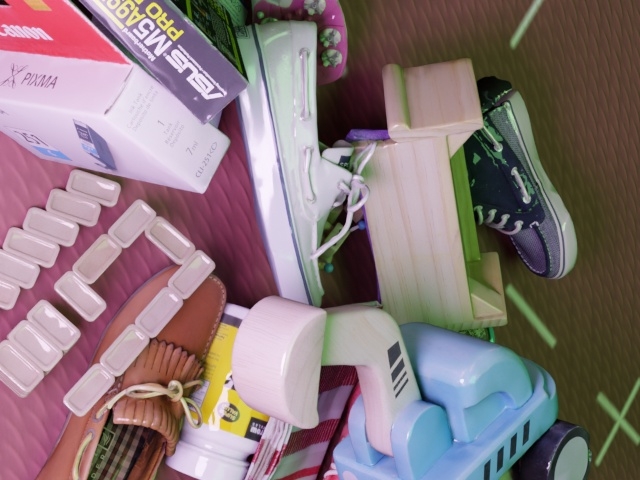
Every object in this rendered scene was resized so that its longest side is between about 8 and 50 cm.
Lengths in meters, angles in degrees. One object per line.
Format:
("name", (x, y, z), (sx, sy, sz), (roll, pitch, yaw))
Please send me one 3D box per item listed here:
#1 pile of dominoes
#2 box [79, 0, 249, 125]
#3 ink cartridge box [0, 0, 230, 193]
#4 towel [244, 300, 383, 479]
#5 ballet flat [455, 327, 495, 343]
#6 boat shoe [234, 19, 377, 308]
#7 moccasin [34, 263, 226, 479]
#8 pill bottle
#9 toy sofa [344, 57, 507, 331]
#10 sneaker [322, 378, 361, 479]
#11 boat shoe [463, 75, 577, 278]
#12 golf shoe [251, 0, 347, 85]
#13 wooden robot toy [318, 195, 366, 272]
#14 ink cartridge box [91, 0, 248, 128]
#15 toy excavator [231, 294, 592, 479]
("pile of dominoes", (-0.267, 0.054, 1.417), (0.196, 0.040, 0.251), (43, 64, -4))
("box", (-0.167, -0.238, 1.206), (0.060, 0.270, 0.216), (-40, 113, 10))
("ink cartridge box", (-0.267, -0.153, 1.224), (0.261, 0.296, 0.066), (40, 72, -41))
("towel", (-0.015, 0.237, 1.634), (0.329, 0.037, 0.237), (-69, 162, 8))
("ballet flat", (0.171, 0.331, 1.881), (0.182, 0.164, 0.483), (-10, 101, -20))
("boat shoe", (-0.005, -0.083, 1.522), (0.156, 0.136, 0.367), (-11, 107, -5))
("moccasin", (-0.210, 0.199, 1.462), (0.139, 0.147, 0.380), (47, 67, -40))
("pill bottle", (-0.108, 0.189, 1.579), (0.119, 0.119, 0.208), (25, 81, -44))
("toy sofa", (0.140, -0.049, 1.711), (0.150, 0.177, 0.362), (-89, 168, -51))
("sneaker", (0.057, 0.324, 1.753), (0.136, 0.116, 0.314), (4, 97, -59))
("boat shoe", (0.253, -0.056, 1.888), (0.158, 0.127, 0.340), (-37, 115, -25))
("golf shoe", (-0.041, -0.325, 1.529), (0.140, 0.115, 0.306), (-81, 153, -46))
("wooden robot toy", (0.000, 0.000, 1.693), (0.076, 0.079, 0.173), (37, 50, 3))
("ink cartridge box", (-0.171, -0.217, 1.436), (0.223, 0.045, 0.224), (43, 56, -55))
("toy excavator", (0.101, 0.188, 1.536), (0.433, 0.222, 0.445), (-35, 123, -36))
